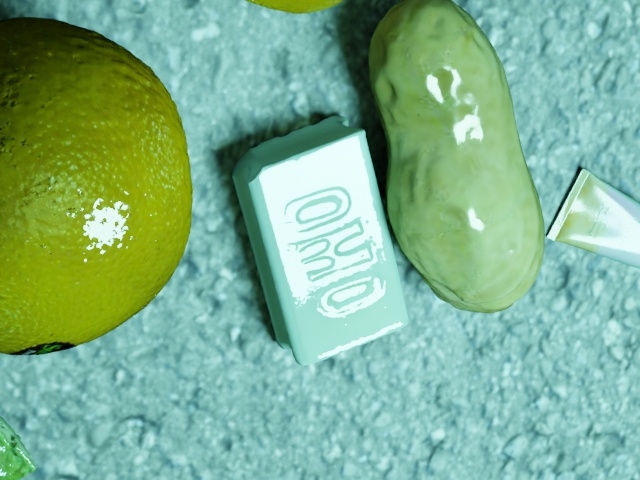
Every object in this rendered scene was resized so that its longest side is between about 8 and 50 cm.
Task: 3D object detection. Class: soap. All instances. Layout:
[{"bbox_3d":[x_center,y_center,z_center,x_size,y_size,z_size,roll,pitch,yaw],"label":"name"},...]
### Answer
[{"bbox_3d":[0.000,0.000,1.744,0.119,0.066,0.198,-22,114,-17],"label":"soap"}]

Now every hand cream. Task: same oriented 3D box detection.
[{"bbox_3d":[0.311,-0.003,1.887,0.174,0.047,0.076,24,98,-18],"label":"hand cream"}]

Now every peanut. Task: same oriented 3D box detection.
[{"bbox_3d":[0.119,-0.070,1.728,0.147,0.147,0.319,-23,118,-14],"label":"peanut"}]

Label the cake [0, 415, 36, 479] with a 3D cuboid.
[{"bbox_3d":[-0.353,0.235,1.656,0.099,0.100,0.235,39,89,-27],"label":"cake"}]

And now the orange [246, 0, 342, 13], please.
[{"bbox_3d":[-0.020,-0.265,1.631,0.170,0.112,0.160,-31,116,-23],"label":"orange"}]

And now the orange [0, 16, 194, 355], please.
[{"bbox_3d":[-0.236,-0.042,1.526,0.274,0.274,0.274,-7,109,-20],"label":"orange"}]
